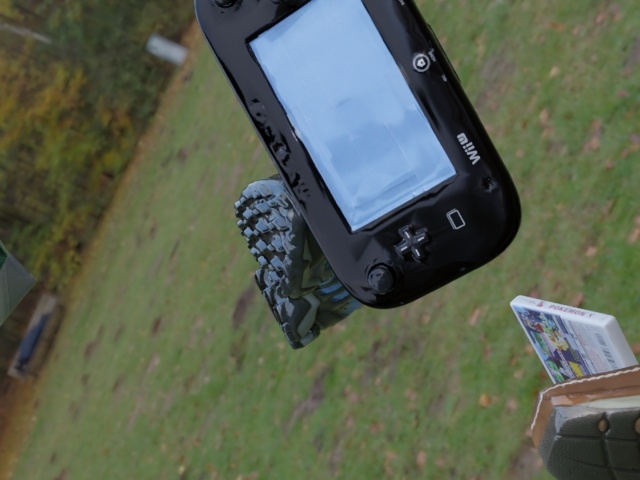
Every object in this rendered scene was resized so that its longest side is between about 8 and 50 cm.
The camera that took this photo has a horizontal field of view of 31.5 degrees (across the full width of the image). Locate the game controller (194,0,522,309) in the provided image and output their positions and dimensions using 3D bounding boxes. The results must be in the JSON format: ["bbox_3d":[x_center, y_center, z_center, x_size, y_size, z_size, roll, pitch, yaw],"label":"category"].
[{"bbox_3d":[0.028,-0.107,0.904,0.166,0.319,0.067,-30,-1,32],"label":"game controller"}]

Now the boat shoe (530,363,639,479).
[{"bbox_3d":[0.317,0.129,0.883,0.120,0.324,0.123,-104,19,-50],"label":"boat shoe"}]

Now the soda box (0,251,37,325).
[{"bbox_3d":[-0.356,-0.007,0.862,0.098,0.286,0.091,-55,-32,-18],"label":"soda box"}]

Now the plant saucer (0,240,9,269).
[{"bbox_3d":[-0.198,0.016,0.598,0.067,0.018,0.192,-61,4,-14],"label":"plant saucer"}]

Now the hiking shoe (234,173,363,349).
[{"bbox_3d":[0.000,0.000,1.098,0.132,0.113,0.304,-29,-18,-10],"label":"hiking shoe"}]

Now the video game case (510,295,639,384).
[{"bbox_3d":[0.340,0.163,1.417,0.023,0.201,0.183,-39,21,-19],"label":"video game case"}]
